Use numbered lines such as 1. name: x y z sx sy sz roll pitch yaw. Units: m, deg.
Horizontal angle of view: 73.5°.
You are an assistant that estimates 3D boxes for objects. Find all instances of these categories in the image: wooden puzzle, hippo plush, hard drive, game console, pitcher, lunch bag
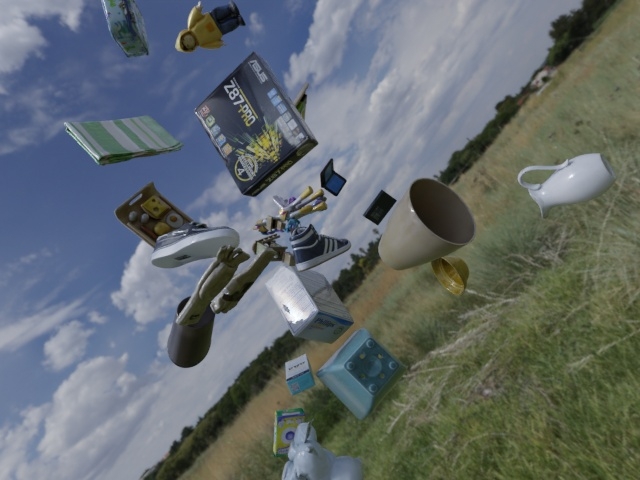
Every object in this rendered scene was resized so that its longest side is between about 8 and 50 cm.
1. wooden puzzle: -0.103 -0.515 1.821 0.238 0.044 0.221 109 -176 -57
2. hippo plush: 0.022 0.734 1.417 0.234 0.237 0.294 -83 14 -69
3. hard drive: 0.252 -0.138 1.812 0.094 0.022 0.135 29 -77 -36
4. game console: 0.065 -0.306 2.071 0.124 0.085 0.144 85 -153 -44
5. pitcher: 0.689 -0.173 1.210 0.207 0.178 0.125 -32 26 42
6. lunch bag: -0.636 -0.721 1.407 0.090 0.176 0.219 -13 0 -7

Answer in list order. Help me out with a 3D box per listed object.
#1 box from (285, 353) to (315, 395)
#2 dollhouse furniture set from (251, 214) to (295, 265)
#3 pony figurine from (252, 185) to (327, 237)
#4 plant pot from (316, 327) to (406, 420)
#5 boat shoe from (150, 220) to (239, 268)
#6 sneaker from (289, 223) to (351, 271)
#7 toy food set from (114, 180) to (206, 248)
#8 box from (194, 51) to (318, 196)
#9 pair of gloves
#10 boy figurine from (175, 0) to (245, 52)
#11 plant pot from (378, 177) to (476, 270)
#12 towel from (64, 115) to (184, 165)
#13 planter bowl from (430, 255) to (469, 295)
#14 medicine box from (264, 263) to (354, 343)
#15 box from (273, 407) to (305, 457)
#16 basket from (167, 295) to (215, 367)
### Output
1. box: -0.085 0.540 1.745 0.100 0.060 0.244 -23 3 -4
2. dollhouse furniture set: -0.176 -0.002 1.644 0.101 0.182 0.161 -1 -76 -34
3. pony figurine: -0.143 -0.143 2.220 0.363 0.303 0.351 -28 -6 18
4. plant pot: 0.160 0.468 1.544 0.247 0.248 0.252 -43 -14 -19
5. boat shoe: -0.339 -0.004 1.156 0.301 0.102 0.108 -17 -28 32
6. sneaker: 0.000 0.000 1.602 0.099 0.153 0.282 -18 5 45
7. toy food set: -0.672 -0.090 1.820 0.219 0.306 0.092 -54 7 -35
8. box: -0.234 -0.402 1.512 0.318 0.395 0.097 -35 -14 18
9. pair of gloves: -0.208 0.092 0.969 0.204 0.042 0.240 -53 -15 12
10. boy figurine: -0.446 -0.831 1.674 0.285 0.092 0.177 -29 -49 -5
11. plant pot: 0.315 -0.022 1.413 0.256 0.256 0.274 -42 -5 -44
12. towel: -0.695 -0.371 1.535 0.325 0.248 0.038 -27 -31 -47
13. planter bowl: 0.608 0.136 1.950 0.090 0.217 0.217 -33 -13 -13
14. medicine box: -0.045 0.251 1.741 0.149 0.289 0.263 -45 -38 14
15. box: -0.114 0.698 1.538 0.043 0.105 0.179 -148 60 -68
16. basket: -0.449 0.305 1.511 0.227 0.154 0.204 117 164 -45
